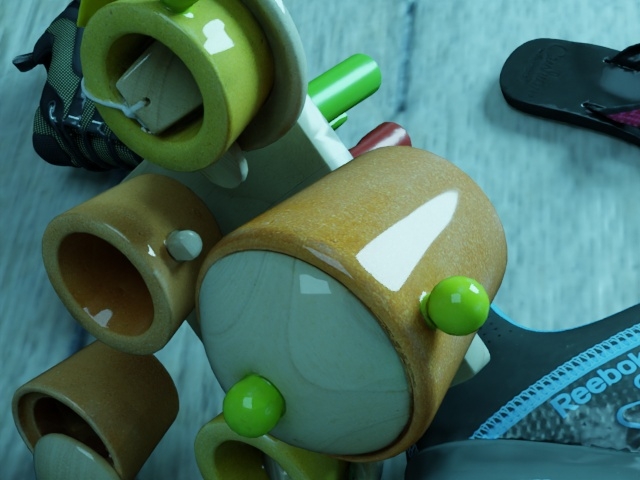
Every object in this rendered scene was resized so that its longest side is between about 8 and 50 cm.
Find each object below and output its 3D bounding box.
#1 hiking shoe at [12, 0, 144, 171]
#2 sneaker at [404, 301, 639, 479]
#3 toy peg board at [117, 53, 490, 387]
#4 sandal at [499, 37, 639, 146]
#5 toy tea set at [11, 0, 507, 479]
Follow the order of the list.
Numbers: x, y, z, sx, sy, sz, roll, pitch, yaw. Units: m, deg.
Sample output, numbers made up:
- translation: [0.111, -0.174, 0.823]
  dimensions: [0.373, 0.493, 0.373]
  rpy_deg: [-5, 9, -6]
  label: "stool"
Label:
- translation: [-0.112, -0.068, 0.728]
  dimensions: [0.114, 0.086, 0.227]
  rpy_deg: [-40, 50, 8]
  label: "hiking shoe"
- translation: [0.199, 0.075, 0.505]
  dimensions: [0.340, 0.125, 0.140]
  rpy_deg: [-2, 53, 13]
  label: "sneaker"
- translation: [0.000, 0.000, 0.574]
  dimensions: [0.079, 0.161, 0.161]
  rpy_deg: [-38, 93, -38]
  label: "toy peg board"
- translation: [0.183, -0.084, 0.663]
  dimensions: [0.179, 0.040, 0.067]
  rpy_deg: [15, 63, 25]
  label: "sandal"
- translation: [-0.060, 0.055, 0.498]
  dimensions: [0.200, 0.336, 0.124]
  rpy_deg: [36, 48, 11]
  label: "toy tea set"
